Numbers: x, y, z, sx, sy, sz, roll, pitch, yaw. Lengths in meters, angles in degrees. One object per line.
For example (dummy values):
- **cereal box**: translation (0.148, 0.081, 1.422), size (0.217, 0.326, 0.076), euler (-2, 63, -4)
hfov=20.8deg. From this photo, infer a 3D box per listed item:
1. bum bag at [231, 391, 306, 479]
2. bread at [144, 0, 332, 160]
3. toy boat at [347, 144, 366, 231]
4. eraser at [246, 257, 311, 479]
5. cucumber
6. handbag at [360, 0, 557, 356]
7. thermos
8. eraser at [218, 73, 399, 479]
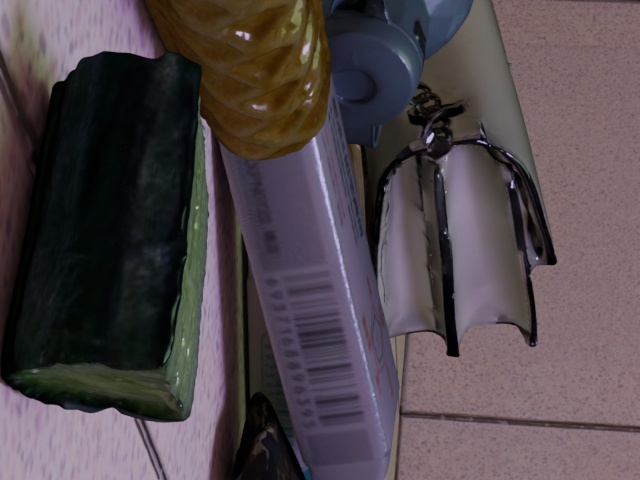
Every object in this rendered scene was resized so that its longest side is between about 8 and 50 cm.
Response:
- **bum bag**: translation (-0.023, 0.194, 1.124), size (0.248, 0.069, 0.102), euler (86, 14, -46)
- **bread**: translation (-0.040, -0.120, 0.745), size (0.077, 0.084, 0.367), euler (-45, 166, -10)
- **toy boat**: translation (0.000, 0.000, 1.273), size (0.088, 0.068, 0.226), euler (-69, 163, -51)
- **eraser**: translation (-0.019, 0.073, 1.191), size (0.095, 0.052, 0.225), euler (-74, 166, -60)
- **cucumber**: translation (-0.070, 0.006, 0.592), size (0.116, 0.062, 0.115), euler (98, -1, -66)
- **handbag**: translation (0.091, -0.102, 1.451), size (0.359, 0.160, 0.237), euler (-97, 178, -47)
- **thermos**: translation (0.035, -0.182, 1.167), size (0.182, 0.144, 0.287), euler (92, 7, -47)
- **eraser**: translation (-0.003, 0.015, 1.040), size (0.089, 0.061, 0.352), euler (-75, 155, -61)
